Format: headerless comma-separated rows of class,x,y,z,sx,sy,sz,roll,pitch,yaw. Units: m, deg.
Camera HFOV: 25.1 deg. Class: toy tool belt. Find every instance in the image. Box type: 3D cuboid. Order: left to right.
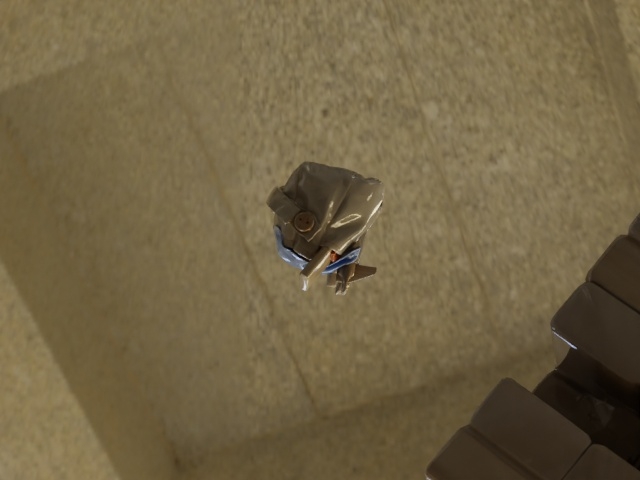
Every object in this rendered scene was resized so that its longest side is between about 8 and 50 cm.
toy tool belt,0.000,0.000,0.598,0.052,0.083,0.051,14,-99,4

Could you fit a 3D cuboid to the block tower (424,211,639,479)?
block tower,0.164,-0.011,0.408,0.335,0.091,0.097,-48,-25,-13
